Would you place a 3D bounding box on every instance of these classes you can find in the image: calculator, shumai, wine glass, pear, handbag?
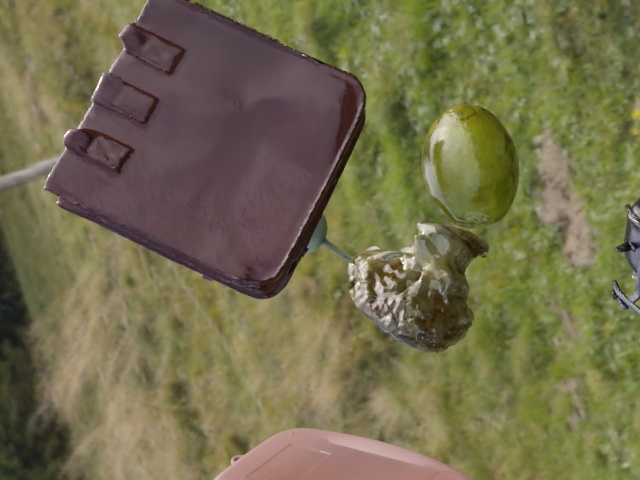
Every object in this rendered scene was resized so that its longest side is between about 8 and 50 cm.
[{"bbox_3d":[0.020,0.291,1.287,0.330,0.220,0.048,9,117,36],"label":"calculator"},{"bbox_3d":[0.139,0.045,1.513,0.153,0.161,0.209,-58,33,21],"label":"shumai"},{"bbox_3d":[0.000,0.000,1.705,0.196,0.079,0.079,32,-177,-28],"label":"wine glass"},{"bbox_3d":[0.158,-0.077,1.169,0.107,0.107,0.131,133,134,-71],"label":"pear"},{"bbox_3d":[-0.114,-0.101,1.163,0.276,0.260,0.084,24,174,9],"label":"handbag"}]

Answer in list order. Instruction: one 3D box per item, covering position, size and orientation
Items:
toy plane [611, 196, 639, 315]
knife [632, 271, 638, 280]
[{"bbox_3d":[0.397,0.042,1.019,0.381,0.155,0.106,-132,32,-50],"label":"toy plane"},{"bbox_3d":[0.583,0.064,1.663,0.245,0.072,0.019,15,152,43],"label":"knife"}]
